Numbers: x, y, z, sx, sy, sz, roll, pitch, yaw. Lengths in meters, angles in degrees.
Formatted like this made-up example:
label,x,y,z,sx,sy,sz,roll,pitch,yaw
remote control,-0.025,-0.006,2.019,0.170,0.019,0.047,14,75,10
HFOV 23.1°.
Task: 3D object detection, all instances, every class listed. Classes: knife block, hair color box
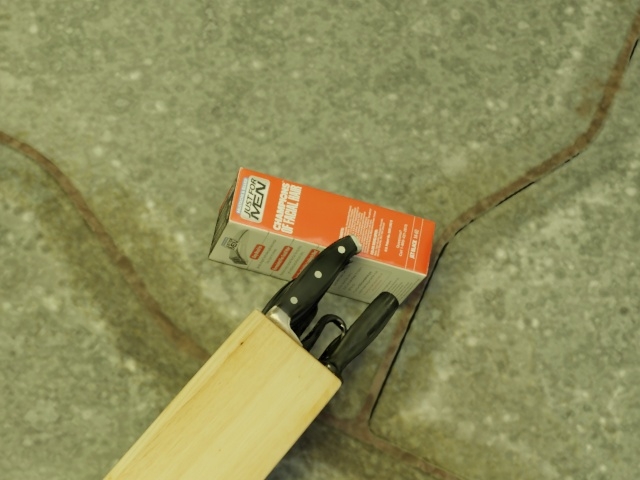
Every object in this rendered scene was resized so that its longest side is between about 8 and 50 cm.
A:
label,x,y,z,sx,sy,sz,roll,pitch,yaw
knife block,-0.048,0.114,1.157,0.088,0.276,0.242,40,105,2
hair color box,0.000,0.000,1.294,0.167,0.093,0.053,15,67,-10
